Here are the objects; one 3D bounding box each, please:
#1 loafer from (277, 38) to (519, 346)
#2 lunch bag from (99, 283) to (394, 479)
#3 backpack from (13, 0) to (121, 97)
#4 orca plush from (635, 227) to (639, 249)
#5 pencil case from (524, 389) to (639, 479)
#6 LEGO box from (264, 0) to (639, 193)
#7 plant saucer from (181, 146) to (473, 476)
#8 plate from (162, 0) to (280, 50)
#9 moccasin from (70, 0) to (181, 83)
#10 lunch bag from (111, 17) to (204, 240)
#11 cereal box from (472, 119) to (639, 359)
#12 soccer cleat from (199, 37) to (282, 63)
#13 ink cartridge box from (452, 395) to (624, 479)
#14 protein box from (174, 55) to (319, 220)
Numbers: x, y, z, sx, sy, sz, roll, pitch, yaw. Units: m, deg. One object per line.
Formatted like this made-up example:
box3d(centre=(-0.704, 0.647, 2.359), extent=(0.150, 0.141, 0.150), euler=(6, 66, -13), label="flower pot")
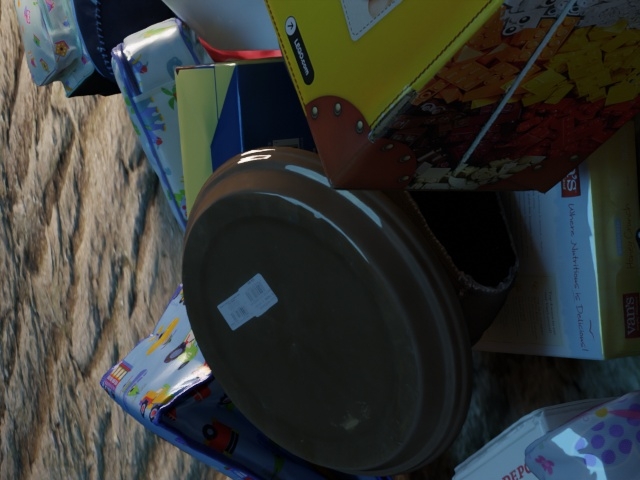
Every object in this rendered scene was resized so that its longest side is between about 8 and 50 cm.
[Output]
box3d(centre=(0.076, -0.098, 1.316), extent=(0.130, 0.134, 0.365), euler=(-30, 76, 56), label="loafer")
box3d(centre=(-0.031, 0.186, 1.575), extent=(0.293, 0.138, 0.221), euler=(43, 170, -17), label="lunch bag")
box3d(centre=(-0.291, -0.277, 2.102), extent=(0.166, 0.144, 0.188), euler=(153, 111, -69), label="backpack")
box3d(centre=(0.263, 0.093, 1.083), extent=(0.287, 0.102, 0.151), euler=(61, 147, 39), label="orca plush")
box3d(centre=(0.235, 0.231, 1.135), extent=(0.124, 0.113, 0.273), euler=(115, 133, -66), label="pencil case")
box3d(centre=(0.097, -0.335, 1.137), extent=(0.372, 0.193, 0.500), euler=(-45, 56, 45), label="LEGO box")
box3d(centre=(-0.008, 0.063, 1.318), extent=(0.278, 0.041, 0.277), euler=(24, 130, 33), label="plant saucer")
box3d(centre=(-0.074, -0.263, 1.504), extent=(0.278, 0.277, 0.045), euler=(4, 60, 44), label="plate")
box3d(centre=(-0.208, -0.335, 1.920), extent=(0.117, 0.138, 0.342), euler=(25, 120, 56), label="moccasin")
box3d(centre=(-0.129, -0.103, 1.696), extent=(0.176, 0.090, 0.219), euler=(-118, 4, -76), label="lunch bag")
box3d(centre=(0.160, 0.001, 1.337), extent=(0.240, 0.047, 0.173), euler=(-1, 94, 64), label="cereal box")
box3d(centre=(-0.029, -0.156, 1.680), extent=(0.083, 0.095, 0.248), euler=(-50, 49, -1), label="soccer cleat")
box3d(centre=(0.193, 0.242, 1.284), extent=(0.158, 0.092, 0.217), euler=(-49, 54, 57), label="ink cartridge box")
box3d(centre=(0.001, -0.058, 1.474), extent=(0.136, 0.201, 0.199), euler=(9, 104, 63), label="protein box")
